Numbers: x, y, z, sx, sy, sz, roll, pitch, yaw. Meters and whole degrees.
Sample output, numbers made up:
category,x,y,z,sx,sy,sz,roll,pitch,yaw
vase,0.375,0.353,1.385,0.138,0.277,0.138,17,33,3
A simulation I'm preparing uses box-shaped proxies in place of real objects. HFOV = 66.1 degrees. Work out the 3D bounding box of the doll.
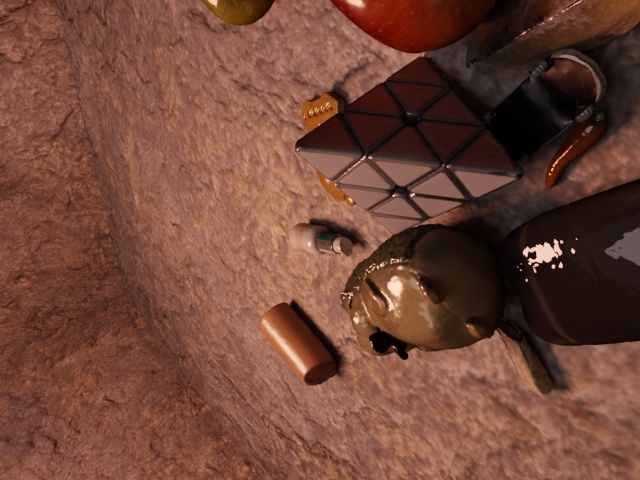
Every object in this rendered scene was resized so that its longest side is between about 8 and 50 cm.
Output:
category,x,y,z,sx,sy,sz,roll,pitch,yaw
doll,0.165,0.102,0.903,0.349,0.247,0.247,-14,100,65

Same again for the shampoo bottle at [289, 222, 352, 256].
category,x,y,z,sx,sy,sz,roll,pitch,yaw
shampoo bottle,0.000,0.000,1.205,0.192,0.074,0.074,11,120,52

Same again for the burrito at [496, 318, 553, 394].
category,x,y,z,sx,sy,sz,roll,pitch,yaw
burrito,0.359,0.204,0.874,0.149,0.041,0.055,62,160,5

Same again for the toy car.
category,x,y,z,sx,sy,sz,roll,pitch,yaw
toy car,0.301,-0.181,0.680,0.095,0.056,0.205,46,152,3

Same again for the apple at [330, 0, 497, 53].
category,x,y,z,sx,sy,sz,roll,pitch,yaw
apple,0.113,-0.386,0.645,0.206,0.252,0.271,-40,65,50

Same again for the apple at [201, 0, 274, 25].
category,x,y,z,sx,sy,sz,roll,pitch,yaw
apple,-0.175,-0.543,0.999,0.157,0.196,0.196,-22,93,32

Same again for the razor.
category,x,y,z,sx,sy,sz,roll,pitch,yaw
razor,0.403,0.026,0.636,0.349,0.113,0.204,-35,79,56

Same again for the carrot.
category,x,y,z,sx,sy,sz,roll,pitch,yaw
carrot,0.350,-0.124,0.686,0.035,0.035,0.142,50,150,21

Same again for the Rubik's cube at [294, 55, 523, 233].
category,x,y,z,sx,sy,sz,roll,pitch,yaw
Rubik's cube,0.136,-0.137,0.767,0.233,0.229,0.228,-37,94,18

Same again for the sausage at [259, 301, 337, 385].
category,x,y,z,sx,sy,sz,roll,pitch,yaw
sausage,-0.065,0.311,1.457,0.253,0.123,0.123,44,141,27

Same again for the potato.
category,x,y,z,sx,sy,sz,roll,pitch,yaw
potato,0.308,-0.295,0.606,0.261,0.100,0.120,174,110,-69

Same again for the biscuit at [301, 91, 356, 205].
category,x,y,z,sx,sy,sz,roll,pitch,yaw
biscuit,0.029,-0.194,1.078,0.184,0.035,0.248,2,113,54
